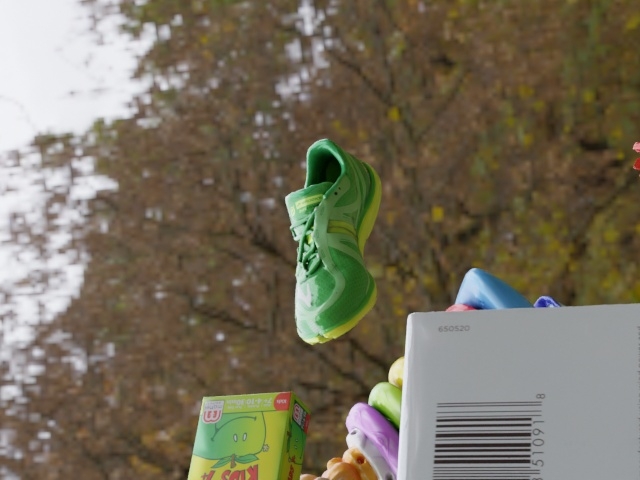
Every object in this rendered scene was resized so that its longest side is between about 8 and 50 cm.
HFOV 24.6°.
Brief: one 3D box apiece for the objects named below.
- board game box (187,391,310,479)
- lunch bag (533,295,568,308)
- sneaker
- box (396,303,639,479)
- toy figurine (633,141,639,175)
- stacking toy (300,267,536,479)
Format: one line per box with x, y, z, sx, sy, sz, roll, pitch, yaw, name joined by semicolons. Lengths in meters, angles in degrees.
-0.070;0.226;1.295;0.043;0.092;0.181;54;-142;-50;board game box
0.405;0.293;1.879;0.328;0.239;0.385;30;-161;-40;lunch bag
0.000;0.000;1.744;0.123;0.109;0.295;44;-146;-34;sneaker
0.137;0.137;0.753;0.119;0.182;0.181;58;-148;-58;box
0.552;-0.143;1.628;0.217;0.362;0.191;-65;-24;-23;toy figurine
0.089;0.184;1.405;0.175;0.302;0.166;51;164;18;stacking toy
